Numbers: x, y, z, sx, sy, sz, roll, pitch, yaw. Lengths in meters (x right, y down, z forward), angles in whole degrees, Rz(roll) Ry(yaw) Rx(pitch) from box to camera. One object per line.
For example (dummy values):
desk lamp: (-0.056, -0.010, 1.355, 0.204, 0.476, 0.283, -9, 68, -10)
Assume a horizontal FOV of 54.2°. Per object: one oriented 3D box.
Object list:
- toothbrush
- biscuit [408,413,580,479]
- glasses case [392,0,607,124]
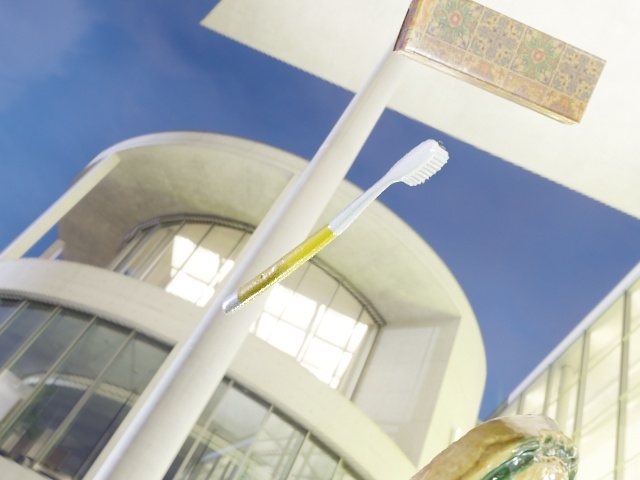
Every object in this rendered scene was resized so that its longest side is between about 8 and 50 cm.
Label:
toothbrush: (0.000, 0.000, 0.562, 0.024, 0.021, 0.288, 26, -47, -33)
biscuit: (0.143, 0.326, 0.638, 0.287, 0.057, 0.344, 32, -80, -40)
glasses case: (0.193, -0.199, 0.678, 0.218, 0.049, 0.075, 19, -82, -11)
